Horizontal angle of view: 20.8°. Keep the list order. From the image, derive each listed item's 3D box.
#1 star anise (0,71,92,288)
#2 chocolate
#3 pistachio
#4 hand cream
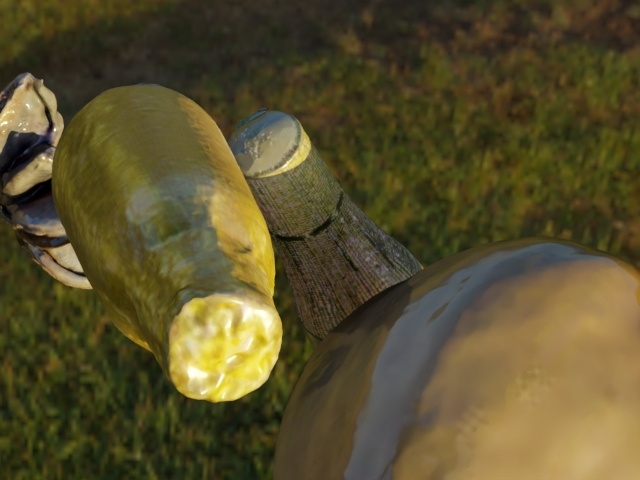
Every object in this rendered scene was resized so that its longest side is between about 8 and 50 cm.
[{"bbox_3d":[-0.240,-0.047,1.527,0.093,0.236,0.229,-29,38,-15],"label":"star anise"},{"bbox_3d":[-0.056,0.001,0.647,0.085,0.086,0.219,-2,17,-11],"label":"chocolate"},{"bbox_3d":[0.074,0.103,0.858,0.212,0.163,0.260,16,41,35],"label":"pistachio"},{"bbox_3d":[0.000,0.000,0.993,0.084,0.203,0.084,-13,53,18],"label":"hand cream"}]
